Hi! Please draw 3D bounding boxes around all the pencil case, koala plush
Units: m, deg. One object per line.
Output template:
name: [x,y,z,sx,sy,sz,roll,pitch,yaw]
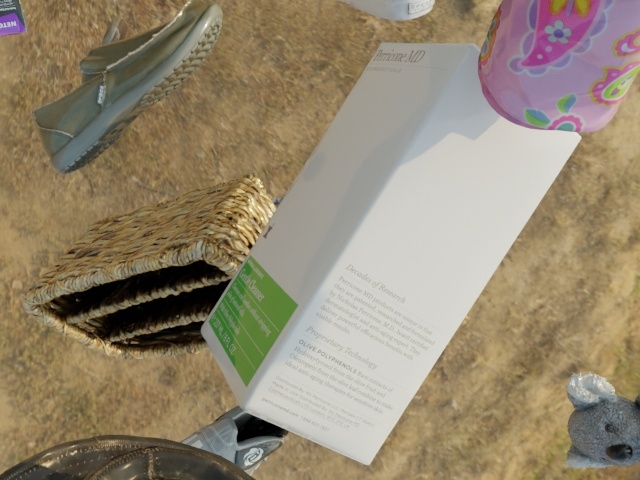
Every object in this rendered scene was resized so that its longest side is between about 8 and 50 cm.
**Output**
pencil case: [0.207,-0.196,0.476,0.124,0.124,0.284,-2,144,-19]
koala plush: [0.489,0.297,1.128,0.221,0.203,0.196,-2,109,20]

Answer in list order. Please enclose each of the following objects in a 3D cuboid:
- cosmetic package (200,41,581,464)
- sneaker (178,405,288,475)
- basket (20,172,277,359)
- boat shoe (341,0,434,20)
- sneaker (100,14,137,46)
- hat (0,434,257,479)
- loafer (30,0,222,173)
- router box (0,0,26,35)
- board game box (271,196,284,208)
cosmetic package: [0.055,0.000,0.717,0.155,0.197,0.365,30,91,-25]
sneaker: [-0.081,0.244,0.786,0.132,0.086,0.229,-36,153,-8]
basket: [-0.195,0.075,0.978,0.299,0.223,0.213,-15,114,19]
boat shoe: [0.031,-0.403,1.007,0.121,0.335,0.119,-31,134,-32]
sneaker: [-0.330,-0.343,1.272,0.071,0.188,0.066,25,98,-11]
hat: [-0.096,0.239,0.485,0.331,0.331,0.134,13,127,-24]
loafer: [-0.211,-0.176,0.771,0.251,0.094,0.087,-40,96,6]
router box: [-0.280,-0.230,0.560,0.046,0.179,0.133,-18,117,-27]
board game box: [0.000,0.000,1.109,0.194,0.194,0.060,-12,137,-5]
